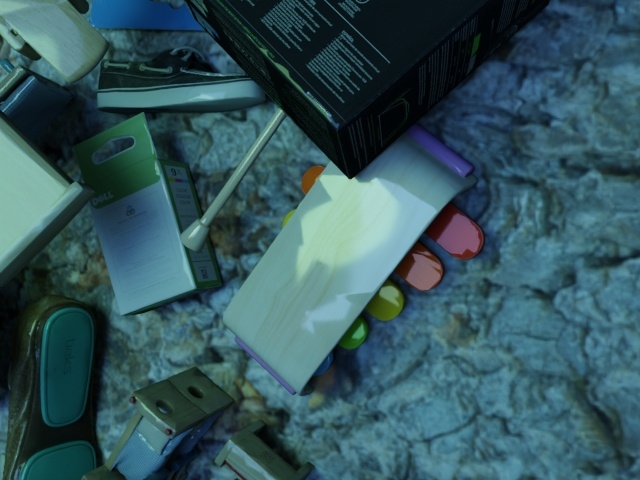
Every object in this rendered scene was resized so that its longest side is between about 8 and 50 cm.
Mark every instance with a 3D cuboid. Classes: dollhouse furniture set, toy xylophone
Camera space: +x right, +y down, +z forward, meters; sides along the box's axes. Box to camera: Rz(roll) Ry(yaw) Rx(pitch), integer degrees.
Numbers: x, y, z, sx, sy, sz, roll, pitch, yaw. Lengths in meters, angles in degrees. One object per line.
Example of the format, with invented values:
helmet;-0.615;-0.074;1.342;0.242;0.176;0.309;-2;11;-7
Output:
dollhouse furniture set;-0.304;-0.106;0.756;0.286;0.303;0.198;-45;94;-1
toy xylophone;0.000;0.000;0.704;0.323;0.081;0.236;-46;76;17
dollhouse furniture set;-0.133;0.255;0.741;0.183;0.129;0.129;36;104;16

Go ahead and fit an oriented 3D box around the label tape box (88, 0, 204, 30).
label tape box;-0.170;-0.417;0.739;0.249;0.115;0.348;8;93;21

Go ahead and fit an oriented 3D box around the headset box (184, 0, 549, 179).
headset box;0.045;-0.247;0.612;0.283;0.131;0.246;-43;76;-3

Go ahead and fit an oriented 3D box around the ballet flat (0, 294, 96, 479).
ballet flat;-0.349;0.235;0.845;0.124;0.116;0.342;4;93;41

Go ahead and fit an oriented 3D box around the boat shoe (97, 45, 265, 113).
boat shoe;-0.163;-0.182;0.764;0.219;0.078;0.070;4;95;23

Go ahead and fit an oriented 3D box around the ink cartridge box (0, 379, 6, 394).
ink cartridge box;-0.492;0.048;0.827;0.071;0.330;0.324;-27;81;-20

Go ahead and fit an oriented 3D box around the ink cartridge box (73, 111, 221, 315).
ink cartridge box;-0.201;-0.028;0.792;0.109;0.062;0.209;-20;84;22
